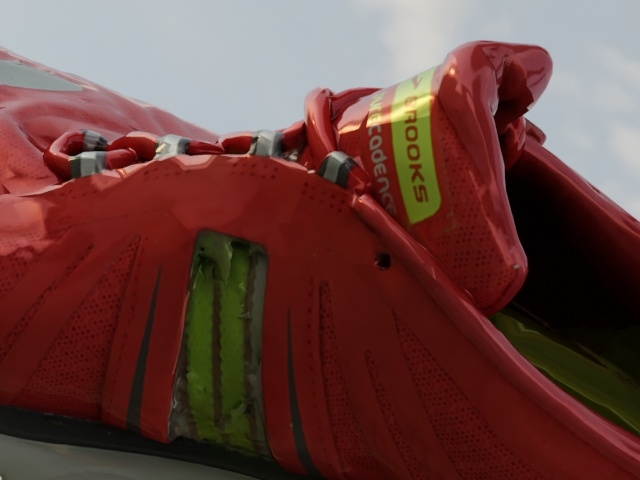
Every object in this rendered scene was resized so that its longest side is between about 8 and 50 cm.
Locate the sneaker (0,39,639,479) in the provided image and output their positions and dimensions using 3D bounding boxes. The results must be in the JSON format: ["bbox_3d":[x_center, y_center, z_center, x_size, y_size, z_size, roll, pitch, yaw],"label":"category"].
[{"bbox_3d":[0.000,0.000,0.394,0.279,0.107,0.118,23,-48,2],"label":"sneaker"}]
